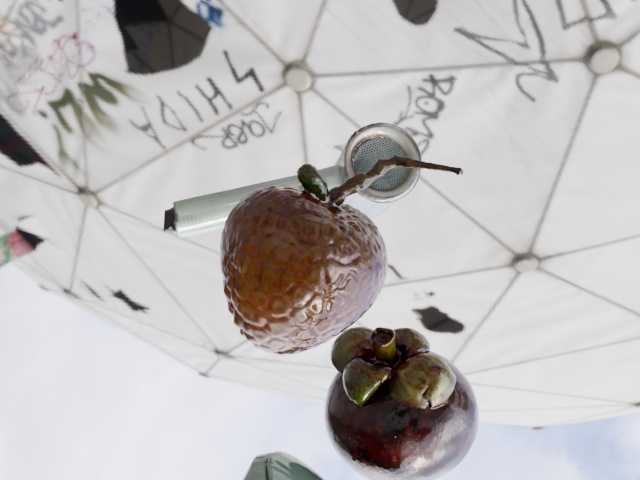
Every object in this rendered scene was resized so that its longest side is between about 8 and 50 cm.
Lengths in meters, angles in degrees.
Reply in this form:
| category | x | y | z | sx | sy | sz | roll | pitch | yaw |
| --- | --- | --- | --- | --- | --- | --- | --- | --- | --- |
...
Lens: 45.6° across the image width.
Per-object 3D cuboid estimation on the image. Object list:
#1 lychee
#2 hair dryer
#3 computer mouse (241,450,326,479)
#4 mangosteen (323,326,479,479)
| category | x | y | z | sx | sy | sz | roll | pitch | yaw |
| --- | --- | --- | --- | --- | --- | --- | --- | --- | --- |
| lychee | -0.003 | 0.005 | 0.474 | 0.140 | 0.114 | 0.101 | -64 | -178 | -17 |
| hair dryer | -0.031 | -0.037 | 0.720 | 0.131 | 0.236 | 0.073 | 134 | -62 | -78 |
| computer mouse | 0.014 | 0.332 | 0.735 | 0.097 | 0.159 | 0.288 | -35 | -118 | 2 |
| mangosteen | 0.085 | 0.179 | 0.867 | 0.200 | 0.200 | 0.200 | -30 | -131 | 42 |
